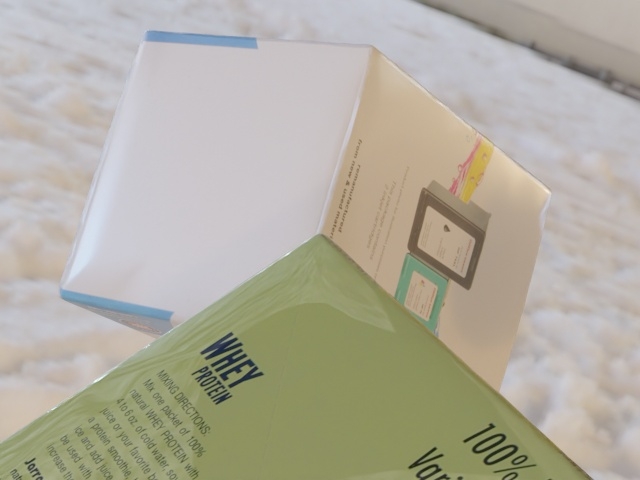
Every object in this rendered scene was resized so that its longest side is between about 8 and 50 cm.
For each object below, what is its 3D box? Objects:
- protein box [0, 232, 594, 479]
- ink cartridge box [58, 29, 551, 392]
[{"bbox_3d":[-0.015,0.138,0.499,0.201,0.136,0.200,-34,36,-10],"label":"protein box"},{"bbox_3d":[0.000,0.000,1.133,0.198,0.197,0.270,9,-13,35],"label":"ink cartridge box"}]
